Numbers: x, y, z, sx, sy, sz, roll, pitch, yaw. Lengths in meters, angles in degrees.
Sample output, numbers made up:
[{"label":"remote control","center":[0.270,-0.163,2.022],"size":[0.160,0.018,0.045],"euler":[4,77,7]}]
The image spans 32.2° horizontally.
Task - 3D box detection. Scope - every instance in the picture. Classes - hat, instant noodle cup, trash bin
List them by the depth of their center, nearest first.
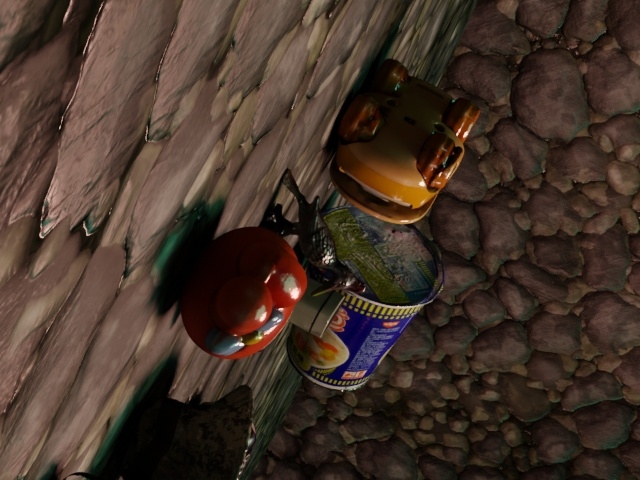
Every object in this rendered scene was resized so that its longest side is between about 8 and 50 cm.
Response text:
[{"label":"hat","center":[-0.189,0.280,1.441],"size":[0.265,0.128,0.265],"euler":[-60,-170,18]},{"label":"trash bin","center":[-0.034,0.108,1.992],"size":[0.059,0.130,0.116],"euler":[-65,174,23]},{"label":"instant noodle cup","center":[0.063,0.133,2.218],"size":[0.284,0.284,0.312],"euler":[-56,171,-50]}]

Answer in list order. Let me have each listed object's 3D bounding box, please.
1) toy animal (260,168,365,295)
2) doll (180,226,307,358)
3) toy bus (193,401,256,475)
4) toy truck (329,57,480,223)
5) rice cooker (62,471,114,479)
[{"label":"toy animal","center":[-0.010,0.002,1.582],"size":[0.105,0.202,0.070],"euler":[-40,-178,24]},{"label":"doll","center":[-0.091,0.061,1.266],"size":[0.161,0.130,0.290],"euler":[-55,-173,-14]},{"label":"toy bus","center":[-0.214,0.411,1.847],"size":[0.302,0.128,0.147],"euler":[-64,179,2]},{"label":"toy truck","center":[0.138,-0.166,1.882],"size":[0.288,0.204,0.211],"euler":[-59,176,-44]},{"label":"rice cooker","center":[-0.247,0.338,1.147],"size":[0.118,0.142,0.203],"euler":[-29,145,-58]}]
